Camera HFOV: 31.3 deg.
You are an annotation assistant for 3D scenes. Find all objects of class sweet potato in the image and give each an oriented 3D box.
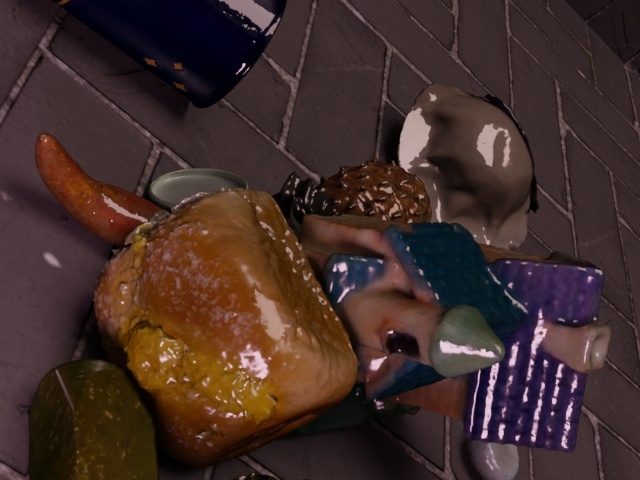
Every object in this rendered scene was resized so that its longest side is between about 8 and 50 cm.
[{"bbox_3d":[-0.194,-0.027,1.136,0.255,0.078,0.058,31,38,-37],"label":"sweet potato"}]

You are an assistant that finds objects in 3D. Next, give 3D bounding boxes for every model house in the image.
[{"bbox_3d":[0.136,0.105,1.178,0.312,0.280,0.245,0,102,-53],"label":"model house"}]

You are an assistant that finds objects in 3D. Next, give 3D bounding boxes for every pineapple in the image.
[{"bbox_3d":[0.000,0.000,1.333,0.310,0.141,0.170,-17,97,-46],"label":"pineapple"}]

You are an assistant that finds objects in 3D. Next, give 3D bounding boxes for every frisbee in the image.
[{"bbox_3d":[-0.133,-0.053,1.246,0.110,0.110,0.014,-52,147,-59],"label":"frisbee"}]

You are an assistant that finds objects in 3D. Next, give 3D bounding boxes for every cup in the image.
[{"bbox_3d":[-0.213,-0.296,1.354,0.256,0.255,0.178,34,73,-26],"label":"cup"}]

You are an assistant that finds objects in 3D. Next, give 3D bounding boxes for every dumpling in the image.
[{"bbox_3d":[0.236,-0.109,1.739,0.293,0.163,0.204,64,26,-6],"label":"dumpling"}]

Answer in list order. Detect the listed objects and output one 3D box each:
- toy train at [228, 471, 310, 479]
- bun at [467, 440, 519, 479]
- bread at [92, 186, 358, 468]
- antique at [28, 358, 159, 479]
[{"bbox_3d":[-0.037,0.251,0.944,0.137,0.225,0.090,-6,94,-56],"label":"toy train"},{"bbox_3d":[0.215,0.270,1.431,0.083,0.045,0.083,32,40,-31],"label":"bun"},{"bbox_3d":[-0.106,0.072,1.045,0.176,0.195,0.246,7,52,-60],"label":"bread"},{"bbox_3d":[-0.184,0.199,0.921,0.081,0.080,0.221,23,42,-39],"label":"antique"}]
